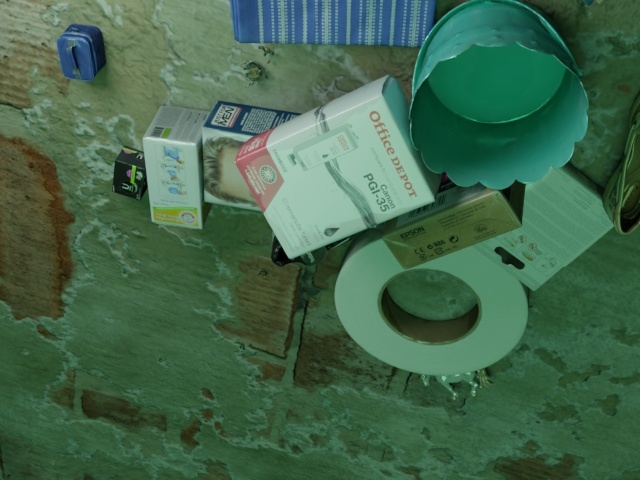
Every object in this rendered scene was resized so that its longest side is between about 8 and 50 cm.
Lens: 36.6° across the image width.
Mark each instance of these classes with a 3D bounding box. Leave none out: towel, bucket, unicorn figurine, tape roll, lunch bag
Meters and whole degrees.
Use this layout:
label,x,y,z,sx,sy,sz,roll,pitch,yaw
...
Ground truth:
label,x,y,z,sx,sy,sz,roll,pitch,yaw
towel,0.020,-0.403,1.526,0.336,0.040,0.243,2,139,1
bucket,0.278,-0.239,1.536,0.281,0.183,0.281,4,130,5
unicorn figurine,0.283,0.298,2.085,0.162,0.060,0.111,-24,120,12
tape roll,0.221,0.112,1.931,0.392,0.072,0.392,8,130,9
lunch bag,-0.431,-0.338,1.735,0.067,0.065,0.098,6,131,10

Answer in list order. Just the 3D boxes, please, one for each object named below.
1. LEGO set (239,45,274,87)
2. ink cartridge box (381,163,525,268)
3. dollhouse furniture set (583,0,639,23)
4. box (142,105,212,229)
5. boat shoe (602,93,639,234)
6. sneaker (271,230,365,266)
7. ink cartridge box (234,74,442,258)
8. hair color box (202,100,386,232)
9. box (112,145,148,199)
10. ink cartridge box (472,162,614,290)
label,x,y,z,sx,sy,sz,roll,pitch,yaw
LEGO set,-0.111,-0.308,1.708,0.083,0.023,0.054,-39,114,22
ink cartridge box,0.237,-0.071,1.692,0.234,0.193,0.088,-23,120,29
dollhouse furniture set,0.501,-0.422,1.374,0.286,0.303,0.198,-43,151,16
box,-0.262,-0.136,1.825,0.103,0.114,0.203,8,131,7
boat shoe,0.551,-0.143,1.595,0.104,0.089,0.285,12,119,2
sneaker,0.000,0.000,1.873,0.234,0.106,0.078,-16,124,26
ink cartridge box,0.033,-0.122,1.620,0.283,0.117,0.207,-22,108,21
hair color box,-0.037,-0.135,1.772,0.347,0.105,0.174,10,130,8
box,-0.370,-0.132,1.899,0.062,0.052,0.083,17,132,0
ink cartridge box,0.403,-0.033,1.756,0.181,0.056,0.225,35,123,-15
